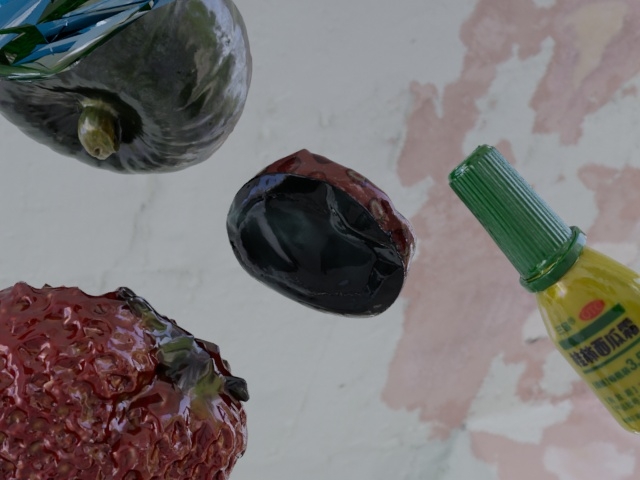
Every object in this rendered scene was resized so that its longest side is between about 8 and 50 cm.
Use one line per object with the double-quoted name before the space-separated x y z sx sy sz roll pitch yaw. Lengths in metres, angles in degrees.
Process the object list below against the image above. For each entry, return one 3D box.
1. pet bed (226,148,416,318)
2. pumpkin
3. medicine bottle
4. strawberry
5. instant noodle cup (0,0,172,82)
"pet bed" 0.000 0.000 1.044 0.201 0.053 0.201 19 -40 17
"pumpkin" -0.223 -0.190 1.135 0.300 0.207 0.300 14 -25 7
"medicine bottle" 0.231 0.042 0.969 0.111 0.309 0.076 -41 -3 35
"strawberry" -0.207 0.169 0.877 0.261 0.257 0.261 18 -34 13
"instant noodle cup" -0.122 -0.215 0.533 0.178 0.240 0.240 -18 -35 31
